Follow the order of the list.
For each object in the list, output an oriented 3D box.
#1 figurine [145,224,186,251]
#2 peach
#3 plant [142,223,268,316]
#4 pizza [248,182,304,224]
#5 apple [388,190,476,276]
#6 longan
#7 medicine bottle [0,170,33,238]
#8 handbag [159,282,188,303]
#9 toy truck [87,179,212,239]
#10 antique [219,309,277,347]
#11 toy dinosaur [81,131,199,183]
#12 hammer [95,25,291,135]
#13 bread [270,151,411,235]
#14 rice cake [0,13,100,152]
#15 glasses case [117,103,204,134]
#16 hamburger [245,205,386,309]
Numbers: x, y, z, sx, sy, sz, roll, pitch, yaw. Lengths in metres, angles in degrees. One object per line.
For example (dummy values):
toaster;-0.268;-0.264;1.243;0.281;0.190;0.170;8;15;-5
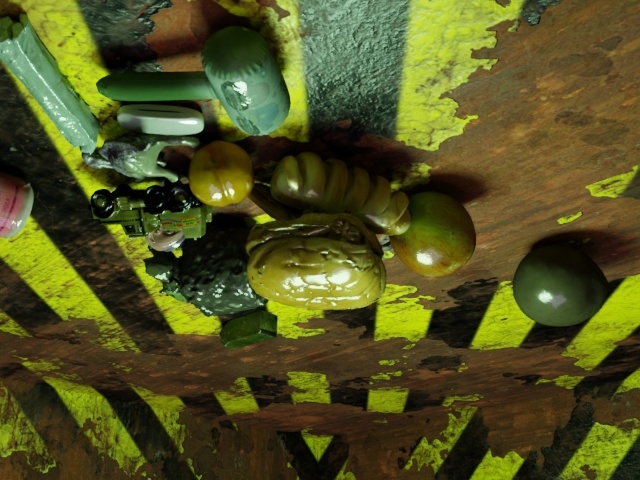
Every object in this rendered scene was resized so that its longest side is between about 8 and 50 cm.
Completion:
figurine;-0.376;-0.038;1.765;0.126;0.114;0.157;-27;144;18
peach;-0.204;-0.139;1.533;0.138;0.138;0.138;1;154;0
plant;-0.285;0.078;1.889;0.312;0.213;0.215;-7;156;12
pizza;-0.087;-0.076;1.687;0.052;0.185;0.195;-56;156;15
apple;0.248;-0.019;1.702;0.195;0.196;0.196;1;154;0
longan;0.614;0.116;1.938;0.246;0.215;0.246;-19;166;-5
medicine bottle;-0.758;-0.101;1.613;0.247;0.147;0.147;21;148;-36
handbag;-0.423;0.152;2.236;0.072;0.047;0.111;-14;149;29
toy truck;-0.368;-0.068;1.644;0.257;0.127;0.127;0;-166;12
antique;-0.247;0.301;2.500;0.220;0.081;0.080;-21;146;37
toy dinosaur;-0.372;-0.166;1.521;0.162;0.077;0.294;12;158;-38
hammer;-0.228;-0.272;1.296;0.335;0.119;0.206;2;155;13
bread;0.049;-0.099;1.591;0.311;0.121;0.173;19;170;-19
rice cake;-0.480;-0.268;1.344;0.063;0.066;0.336;-3;155;6
glasses case;-0.306;-0.232;1.440;0.164;0.041;0.063;3;156;-4
hamburger;-0.014;0.049;1.580;0.318;0.158;0.319;2;156;1
